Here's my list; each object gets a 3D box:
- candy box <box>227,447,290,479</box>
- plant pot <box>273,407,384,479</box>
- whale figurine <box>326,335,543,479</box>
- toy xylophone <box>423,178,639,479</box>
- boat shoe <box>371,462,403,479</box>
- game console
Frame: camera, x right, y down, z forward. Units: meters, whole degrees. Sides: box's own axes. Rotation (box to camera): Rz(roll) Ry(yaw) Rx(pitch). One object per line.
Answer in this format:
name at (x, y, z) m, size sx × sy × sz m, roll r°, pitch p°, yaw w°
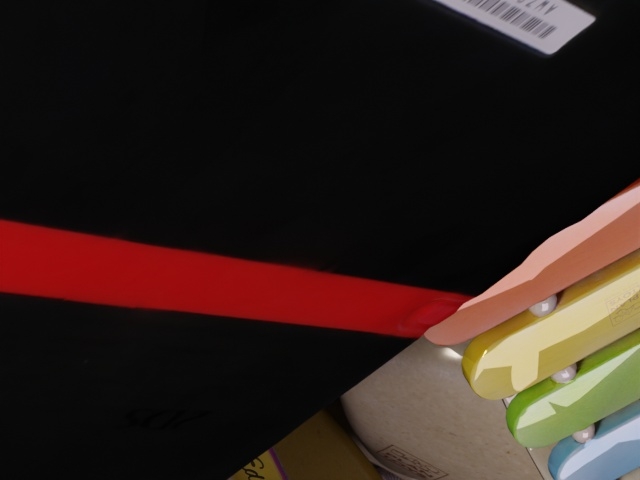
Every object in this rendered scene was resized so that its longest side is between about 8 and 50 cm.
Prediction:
candy box at (-0.130, 0.159, 0.897) m, size 0.233 × 0.159 × 0.071 m, roll -28°, pitch 170°, yaw -3°
plant pot at (-0.072, 0.193, 1.049) m, size 0.212 × 0.187 × 0.212 m, roll -21°, pitch 177°, yaw -28°
whale figurine at (0.086, 0.072, 1.019) m, size 0.141 × 0.216 × 0.272 m, roll -64°, pitch -176°, yaw -22°
toy xylophone at (0.152, -0.006, 0.776) m, size 0.236 × 0.081 × 0.323 m, roll -33°, pitch 136°, yaw 2°
boat shoe at (0.098, 0.146, 1.427) m, size 0.324 × 0.123 × 0.116 m, roll -148°, pitch -98°, yaw -85°
game console at (-0.066, -0.005, 0.506) m, size 0.342 × 0.060 × 0.386 m, roll -39°, pitch 156°, yaw 23°
